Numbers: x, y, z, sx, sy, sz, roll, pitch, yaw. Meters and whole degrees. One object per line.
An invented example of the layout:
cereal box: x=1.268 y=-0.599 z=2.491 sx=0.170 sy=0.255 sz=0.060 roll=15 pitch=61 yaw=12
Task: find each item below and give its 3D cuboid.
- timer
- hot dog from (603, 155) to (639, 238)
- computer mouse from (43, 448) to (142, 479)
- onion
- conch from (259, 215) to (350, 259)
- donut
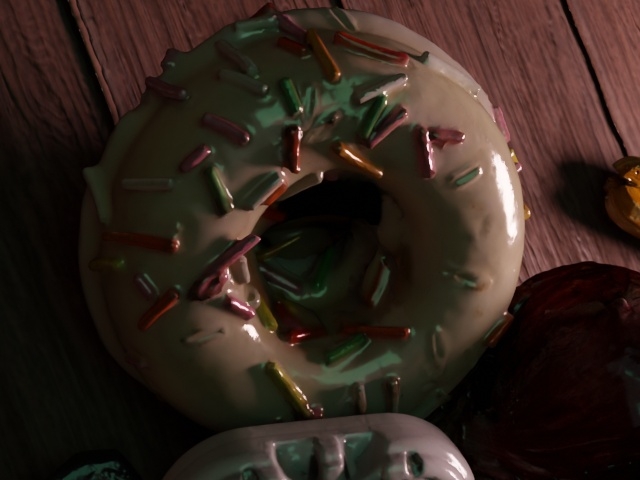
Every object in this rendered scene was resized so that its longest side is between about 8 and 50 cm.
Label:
timer: x=-0.004 y=0.257 z=1.302 sx=0.262 sy=0.087 sz=0.237 roll=-4 pitch=116 yaw=-16
hot dog: x=0.388 y=-0.015 z=1.678 sx=0.236 sy=0.062 sz=0.092 roll=25 pitch=66 yaw=-19
computer mouse: x=-0.197 y=0.242 z=1.293 sx=0.099 sy=0.057 sz=0.172 roll=28 pitch=78 yaw=-23
onion: x=0.243 y=0.136 z=1.459 sx=0.281 sy=0.281 sz=0.221 roll=-18 pitch=72 yaw=-31
conch: x=-0.047 y=-0.020 z=1.432 sx=0.330 sy=0.093 sz=0.109 roll=-21 pitch=113 yaw=-11
donut: x=0.000 y=0.000 z=1.324 sx=0.383 sy=0.142 sz=0.382 roll=-7 pitch=111 yaw=-19
